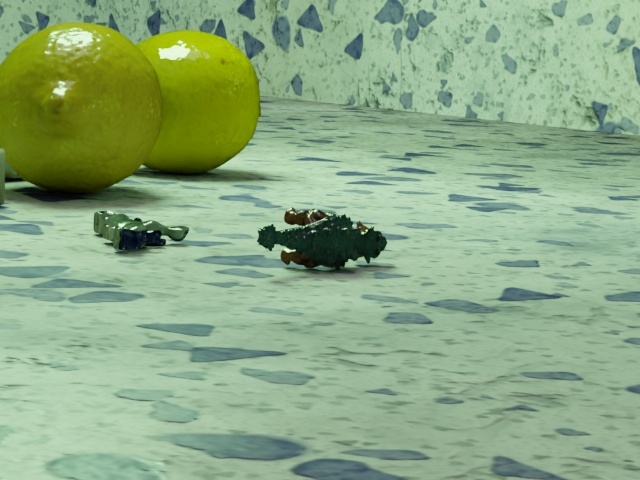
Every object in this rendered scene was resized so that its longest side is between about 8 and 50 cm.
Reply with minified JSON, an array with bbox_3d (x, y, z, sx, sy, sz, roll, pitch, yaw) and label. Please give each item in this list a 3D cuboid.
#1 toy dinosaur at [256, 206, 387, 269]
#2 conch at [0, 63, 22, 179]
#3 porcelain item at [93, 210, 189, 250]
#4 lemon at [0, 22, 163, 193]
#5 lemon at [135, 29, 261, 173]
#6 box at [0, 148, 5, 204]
[{"bbox_3d":[0.000,0.000,1.480,0.055,0.049,0.154,13,7,40],"label":"toy dinosaur"},{"bbox_3d":[-0.429,-0.146,2.048,0.183,0.149,0.275,12,14,35],"label":"conch"},{"bbox_3d":[-0.151,-0.009,1.587,0.075,0.021,0.136,0,8,-16],"label":"porcelain item"},{"bbox_3d":[-0.258,-0.139,1.942,0.187,0.187,0.244,2,3,-2],"label":"lemon"},{"bbox_3d":[-0.168,-0.167,2.211,0.203,0.178,0.178,1,7,-21],"label":"lemon"},{"bbox_3d":[-0.389,-0.055,1.722,0.141,0.058,0.201,3,8,5],"label":"box"}]
